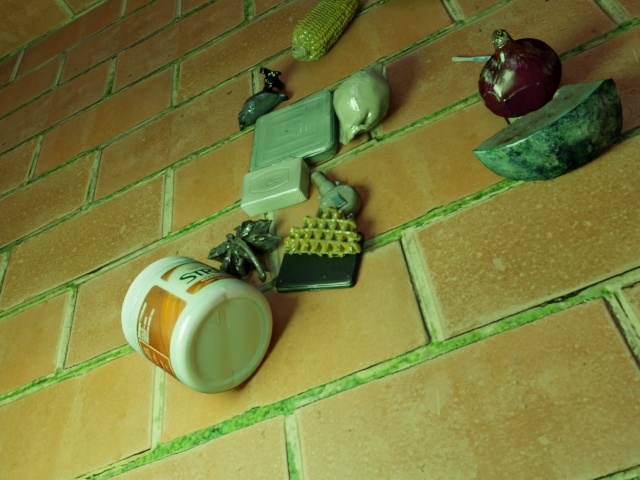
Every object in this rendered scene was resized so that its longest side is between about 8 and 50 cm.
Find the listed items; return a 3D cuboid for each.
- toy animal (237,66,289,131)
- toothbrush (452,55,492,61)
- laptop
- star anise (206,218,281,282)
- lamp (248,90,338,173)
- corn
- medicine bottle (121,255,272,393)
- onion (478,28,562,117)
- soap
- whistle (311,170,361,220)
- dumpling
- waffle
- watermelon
[{"bbox_3d":[-0.174,-0.421,2.069,0.117,0.121,0.210,27,86,-2],"label":"toy animal"},{"bbox_3d":[0.426,-0.487,1.771,0.162,0.014,0.017,12,42,40],"label":"toothbrush"},{"bbox_3d":[-0.003,0.051,1.567,0.207,0.026,0.154,-6,50,28],"label":"laptop"},{"bbox_3d":[-0.190,0.027,1.663,0.231,0.089,0.209,6,64,50],"label":"star anise"},{"bbox_3d":[-0.077,-0.302,1.907,0.269,0.047,0.267,-18,44,19],"label":"lamp"},{"bbox_3d":[0.019,-0.706,2.138,0.130,0.130,0.347,17,62,41],"label":"corn"},{"bbox_3d":[-0.270,0.181,1.459,0.240,0.252,0.253,18,65,41],"label":"medicine bottle"},{"bbox_3d":[0.452,-0.390,1.518,0.195,0.218,0.140,-25,45,14],"label":"onion"},{"bbox_3d":[-0.121,-0.143,1.786,0.183,0.064,0.122,-15,49,22],"label":"soap"},{"bbox_3d":[0.032,-0.114,1.667,0.107,0.057,0.220,-37,41,2],"label":"whistle"},{"bbox_3d":[0.101,-0.367,1.795,0.193,0.147,0.258,-31,38,54],"label":"dumpling"},{"bbox_3d":[0.000,0.000,1.560,0.192,0.046,0.161,-29,53,13],"label":"waffle"},{"bbox_3d":[0.502,-0.229,1.442,0.318,0.148,0.226,-26,24,30],"label":"watermelon"}]
